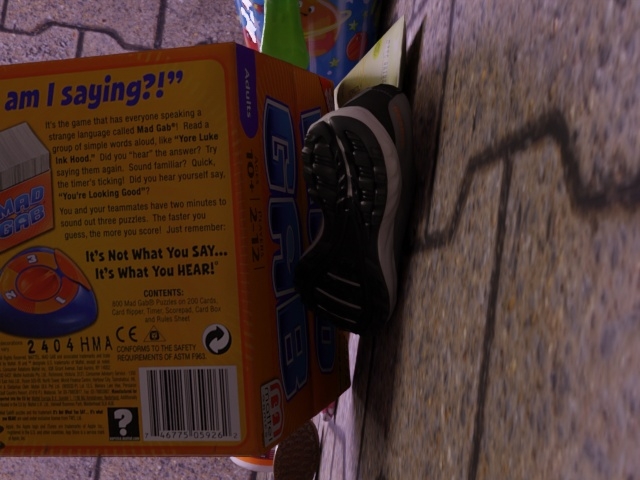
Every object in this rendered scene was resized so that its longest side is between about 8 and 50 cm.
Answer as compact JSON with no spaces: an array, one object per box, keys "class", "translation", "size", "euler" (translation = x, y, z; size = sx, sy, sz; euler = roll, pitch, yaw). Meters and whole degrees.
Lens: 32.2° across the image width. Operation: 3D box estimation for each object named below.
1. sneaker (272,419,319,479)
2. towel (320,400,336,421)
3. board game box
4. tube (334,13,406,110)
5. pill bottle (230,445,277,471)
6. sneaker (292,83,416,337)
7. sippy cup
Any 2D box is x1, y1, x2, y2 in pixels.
[{"class":"sneaker","translation":[-0.042,0.345,1.563],"size":[0.086,0.064,0.192],"euler":[136,139,-76]},{"class":"towel","translation":[0.017,0.121,1.447],"size":[0.144,0.029,0.197],"euler":[-97,12,-73]},{"class":"board game box","translation":[-0.186,0.009,1.140],"size":[0.356,0.356,0.356],"euler":[-11,-82,-75]},{"class":"tube","translation":[0.058,-0.169,1.184],"size":[0.070,0.062,0.240],"euler":[55,171,-3]},{"class":"pill bottle","translation":[-0.094,0.294,2.000],"size":[0.121,0.121,0.221],"euler":[-104,21,-79]},{"class":"sneaker","translation":[0.043,-0.018,0.996],"size":[0.108,0.100,0.272],"euler":[-50,-24,-42]},{"class":"sippy cup","translation":[-0.014,-0.318,1.450],"size":[0.305,0.240,0.224],"euler":[-30,-48,-35]}]
